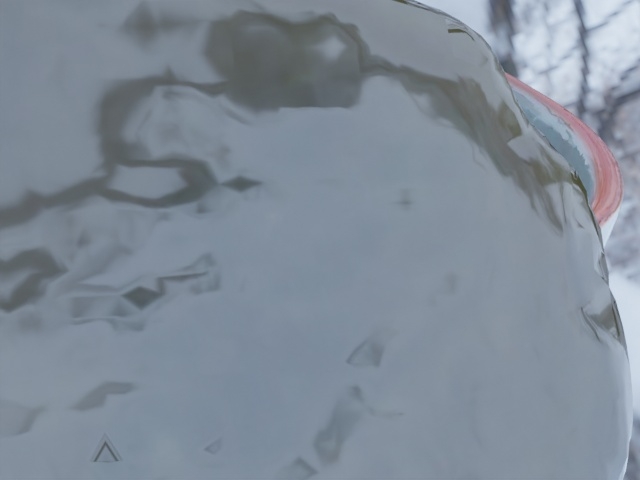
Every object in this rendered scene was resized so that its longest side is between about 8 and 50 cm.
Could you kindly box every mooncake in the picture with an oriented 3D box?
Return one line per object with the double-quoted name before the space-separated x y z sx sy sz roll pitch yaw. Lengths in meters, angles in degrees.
"mooncake" -0.044 0.038 0.433 0.228 0.228 0.124 -17 -1 -12

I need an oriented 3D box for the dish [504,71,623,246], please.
"dish" 0.000 0.000 0.833 0.256 0.256 0.117 -14 -51 -34
